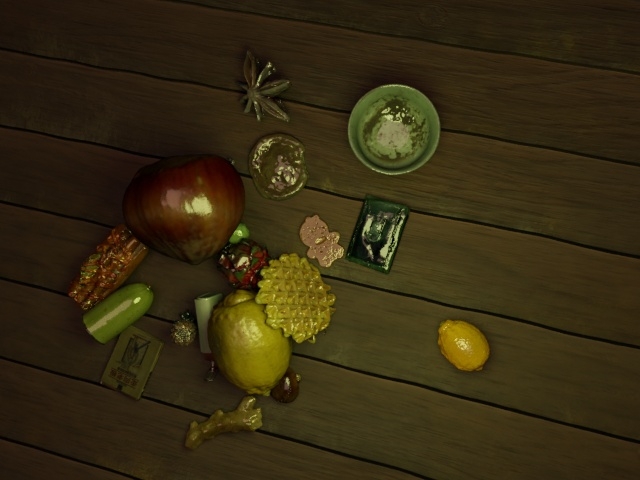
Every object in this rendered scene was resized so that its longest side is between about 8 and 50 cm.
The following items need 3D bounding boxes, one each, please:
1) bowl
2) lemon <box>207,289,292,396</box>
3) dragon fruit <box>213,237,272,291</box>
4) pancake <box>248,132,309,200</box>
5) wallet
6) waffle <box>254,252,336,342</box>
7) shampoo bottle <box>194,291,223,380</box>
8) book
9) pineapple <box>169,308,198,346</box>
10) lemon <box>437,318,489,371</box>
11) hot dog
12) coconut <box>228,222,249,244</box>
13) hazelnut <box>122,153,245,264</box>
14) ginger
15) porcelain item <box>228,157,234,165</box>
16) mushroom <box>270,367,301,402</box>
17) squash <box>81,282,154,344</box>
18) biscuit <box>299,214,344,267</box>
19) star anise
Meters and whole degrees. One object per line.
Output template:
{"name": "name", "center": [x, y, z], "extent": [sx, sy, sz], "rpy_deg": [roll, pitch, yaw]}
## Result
{"name": "bowl", "center": [0.235, -0.346, 1.566], "extent": [0.290, 0.146, 0.289], "rpy_deg": [0, 89, 6]}
{"name": "lemon", "center": [-0.217, 0.319, 1.535], "extent": [0.285, 0.285, 0.316], "rpy_deg": [-39, 116, 5]}
{"name": "dragon fruit", "center": [-0.247, 0.082, 1.605], "extent": [0.182, 0.182, 0.188], "rpy_deg": [-29, 100, 6]}
{"name": "pancake", "center": [-0.146, -0.257, 1.665], "extent": [0.223, 0.042, 0.236], "rpy_deg": [11, 90, 6]}
{"name": "wallet", "center": [0.190, -0.021, 1.609], "extent": [0.160, 0.055, 0.235], "rpy_deg": [19, 91, 14]}
{"name": "waffle", "center": [-0.070, 0.182, 1.519], "extent": [0.062, 0.329, 0.329], "rpy_deg": [-32, 83, 35]}
{"name": "shampoo bottle", "center": [-0.369, 0.320, 1.622], "extent": [0.071, 0.153, 0.283], "rpy_deg": [-4, 93, 6]}
{"name": "book", "center": [-0.674, 0.436, 1.718], "extent": [0.161, 0.026, 0.230], "rpy_deg": [23, 91, 8]}
{"name": "pineapple", "center": [-0.453, 0.295, 1.601], "extent": [0.083, 0.221, 0.103], "rpy_deg": [-27, 93, -10]}
{"name": "lemon", "center": [0.449, 0.326, 1.517], "extent": [0.142, 0.142, 0.187], "rpy_deg": [-42, 79, 4]}
{"name": "hot dog", "center": [-0.759, 0.098, 1.696], "extent": [0.158, 0.117, 0.349], "rpy_deg": [43, 94, 8]}
{"name": "coconut", "center": [-0.293, -0.025, 1.654], "extent": [0.096, 0.088, 0.087], "rpy_deg": [-9, 87, 1]}
{"name": "hazelnut", "center": [-0.435, -0.108, 1.526], "extent": [0.410, 0.359, 0.358], "rpy_deg": [-14, 85, 43]}
{"name": "ginger", "center": [-0.337, 0.636, 1.646], "extent": [0.299, 0.065, 0.117], "rpy_deg": [-26, 71, 5]}
{"name": "porcelain item", "center": [-0.361, -0.236, 1.702], "extent": [0.075, 0.021, 0.136], "rpy_deg": [22, 91, 8]}
{"name": "mushroom", "center": [-0.125, 0.487, 1.624], "extent": [0.127, 0.087, 0.127], "rpy_deg": [-3, 84, 32]}
{"name": "squash", "center": [-0.688, 0.239, 1.674], "extent": [0.247, 0.132, 0.132], "rpy_deg": [-35, 84, -9]}
{"name": "biscuit", "center": [-0.001, 0.006, 1.644], "extent": [0.184, 0.027, 0.133], "rpy_deg": [41, 94, 9]}
{"name": "star anise", "center": [-0.187, -0.509, 1.646], "extent": [0.258, 0.111, 0.198], "rpy_deg": [34, 118, 23]}
